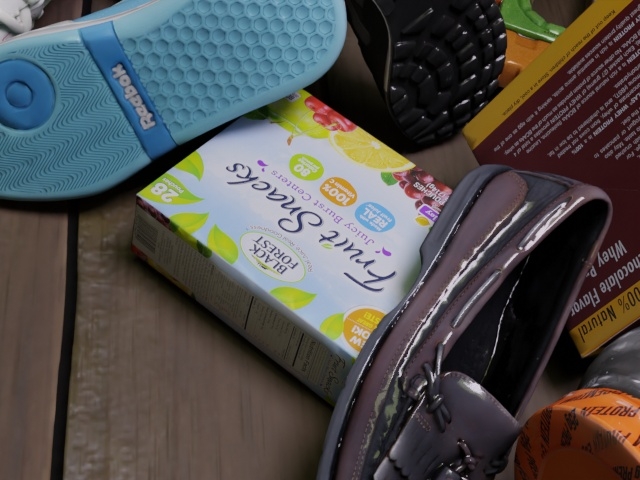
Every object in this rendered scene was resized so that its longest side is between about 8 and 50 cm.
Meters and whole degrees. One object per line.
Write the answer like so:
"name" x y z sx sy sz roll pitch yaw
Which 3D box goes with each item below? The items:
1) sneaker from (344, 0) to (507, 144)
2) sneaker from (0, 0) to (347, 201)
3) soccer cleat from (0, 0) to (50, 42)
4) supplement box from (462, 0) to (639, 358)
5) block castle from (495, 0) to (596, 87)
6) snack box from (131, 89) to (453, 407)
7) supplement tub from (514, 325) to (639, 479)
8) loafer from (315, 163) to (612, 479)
"sneaker" 0.055 -0.200 0.871 0.107 0.283 0.124 -31 48 -5
"sneaker" -0.136 -0.138 0.890 0.319 0.127 0.208 -18 21 4
"soccer cleat" -0.240 -0.205 0.894 0.331 0.116 0.143 -29 74 -7
"supplement box" 0.237 -0.052 0.798 0.129 0.191 0.194 -2 58 -42
"block castle" 0.221 -0.262 0.927 0.453 0.303 0.213 18 52 4
"snack box" 0.000 0.000 0.823 0.207 0.070 0.174 36 52 18
"supplement tub" 0.300 0.120 0.700 0.338 0.207 0.207 -18 58 -22
"loafer" 0.090 0.079 0.708 0.095 0.109 0.302 3 58 43
